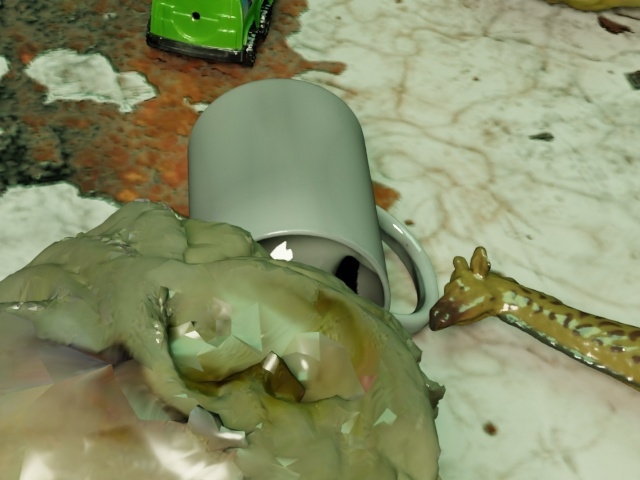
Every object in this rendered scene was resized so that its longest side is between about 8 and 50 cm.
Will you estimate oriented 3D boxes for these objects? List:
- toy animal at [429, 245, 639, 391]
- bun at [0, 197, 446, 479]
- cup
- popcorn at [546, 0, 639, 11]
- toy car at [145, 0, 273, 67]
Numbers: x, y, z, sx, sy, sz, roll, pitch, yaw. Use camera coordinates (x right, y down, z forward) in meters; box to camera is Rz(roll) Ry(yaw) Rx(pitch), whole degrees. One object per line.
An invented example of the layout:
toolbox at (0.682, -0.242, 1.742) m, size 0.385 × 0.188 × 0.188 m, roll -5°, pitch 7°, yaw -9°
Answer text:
toy animal at (0.176, 0.084, 0.799) m, size 0.149 × 0.054 × 0.275 m, roll -22°, pitch 52°, yaw -25°
bun at (-0.050, 0.109, 0.627) m, size 0.282 × 0.204 × 0.281 m, roll 2°, pitch 42°, yaw -2°
cup at (-0.010, 0.003, 0.852) m, size 0.099 × 0.136 × 0.133 m, roll -26°, pitch 39°, yaw 15°
popcorn at (0.203, -0.284, 1.113) m, size 0.332 × 0.225 × 0.265 m, roll -9°, pitch 51°, yaw -49°
toy car at (-0.060, -0.177, 1.056) m, size 0.071 × 0.062 × 0.165 m, roll 12°, pitch 41°, yaw 7°
